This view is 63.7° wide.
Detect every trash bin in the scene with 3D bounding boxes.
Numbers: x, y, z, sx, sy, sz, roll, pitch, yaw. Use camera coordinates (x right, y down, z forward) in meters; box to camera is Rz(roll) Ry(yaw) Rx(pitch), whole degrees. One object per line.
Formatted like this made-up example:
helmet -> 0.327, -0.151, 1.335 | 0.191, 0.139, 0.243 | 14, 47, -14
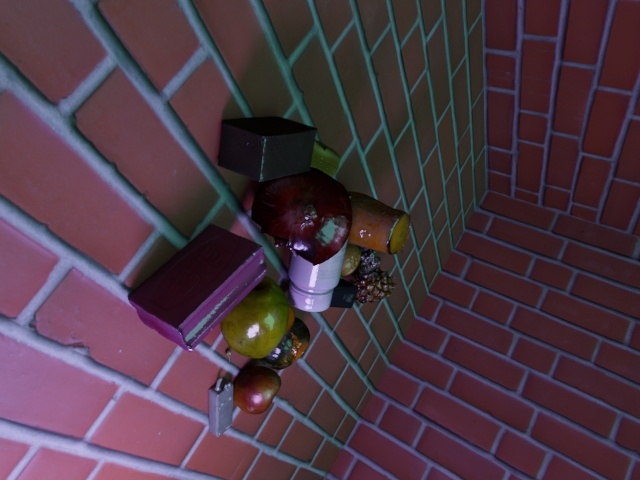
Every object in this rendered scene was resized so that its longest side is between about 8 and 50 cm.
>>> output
trash bin -> 0.040, 0.226, 2.314 | 0.225, 0.165, 0.115 | 11, 101, -58

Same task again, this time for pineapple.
pineapple -> 0.239, 0.131, 2.553 | 0.262, 0.262, 0.272 | -37, 127, -42

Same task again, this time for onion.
onion -> -0.046, -0.090, 1.748 | 0.341, 0.341, 0.342 | -38, 140, -41

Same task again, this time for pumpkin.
pumpkin -> -0.156, 0.421, 2.131 | 0.238, 0.159, 0.238 | -35, 150, -24

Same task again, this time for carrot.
carrot -> 0.187, -0.076, 2.154 | 0.224, 0.340, 0.224 | -40, 142, -41

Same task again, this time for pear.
pear -> -0.234, 0.272, 1.814 | 0.253, 0.252, 0.307 | -31, 147, -46

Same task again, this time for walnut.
walnut -> 0.106, 0.089, 2.350 | 0.180, 0.144, 0.144 | -49, 147, -21

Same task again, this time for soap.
soap -> -0.348, 0.130, 1.524 | 0.359, 0.232, 0.128 | -47, 144, -32

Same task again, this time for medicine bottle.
medicine bottle -> -0.015, 0.077, 2.061 | 0.213, 0.213, 0.379 | -19, 126, -53

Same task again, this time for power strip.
power strip -> -0.386, 0.633, 2.005 | 0.093, 0.053, 0.288 | -28, 133, -47

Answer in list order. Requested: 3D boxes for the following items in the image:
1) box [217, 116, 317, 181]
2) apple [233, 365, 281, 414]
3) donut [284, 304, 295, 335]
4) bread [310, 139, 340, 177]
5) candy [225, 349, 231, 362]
box -> -0.161, -0.289, 1.588 | 0.273, 0.184, 0.143 | -23, 130, -53
apple -> -0.257, 0.598, 2.073 | 0.195, 0.173, 0.160 | -58, 153, -21
donut -> -0.189, 0.312, 2.009 | 0.178, 0.162, 0.065 | -41, 168, -25
bread -> -0.036, -0.300, 1.879 | 0.142, 0.091, 0.305 | -62, 152, 7
candy -> -0.348, 0.444, 1.967 | 0.083, 0.025, 0.023 | 93, 17, -44
